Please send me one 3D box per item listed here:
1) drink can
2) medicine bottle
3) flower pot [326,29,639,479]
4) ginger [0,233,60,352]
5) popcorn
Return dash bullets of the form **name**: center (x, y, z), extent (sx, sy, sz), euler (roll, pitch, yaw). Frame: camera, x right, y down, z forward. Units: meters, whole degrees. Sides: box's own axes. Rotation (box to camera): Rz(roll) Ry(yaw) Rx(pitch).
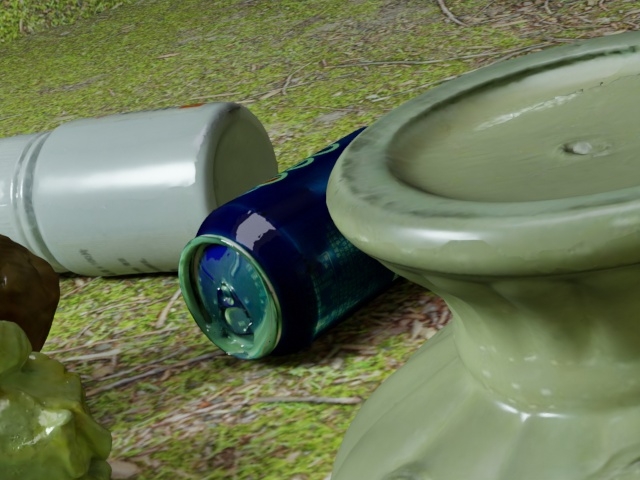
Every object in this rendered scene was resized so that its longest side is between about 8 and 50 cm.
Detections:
- **drink can**: center (0.000, 0.000, 0.997), extent (0.118, 0.118, 0.205), euler (5, 26, 43)
- **medicine bottle**: center (-0.172, -0.040, 1.191), extent (0.252, 0.145, 0.144), euler (-4, 22, 24)
- **flower pot**: center (0.127, 0.060, 0.555), extent (0.307, 0.244, 0.307), euler (-14, 19, 5)
- **ginger**: center (-0.375, 0.102, 0.893), extent (0.418, 0.254, 0.176), euler (-6, -22, -7)
- **popcorn**: center (-0.189, 0.127, 0.792), extent (0.141, 0.162, 0.135), euler (33, 10, 36)
